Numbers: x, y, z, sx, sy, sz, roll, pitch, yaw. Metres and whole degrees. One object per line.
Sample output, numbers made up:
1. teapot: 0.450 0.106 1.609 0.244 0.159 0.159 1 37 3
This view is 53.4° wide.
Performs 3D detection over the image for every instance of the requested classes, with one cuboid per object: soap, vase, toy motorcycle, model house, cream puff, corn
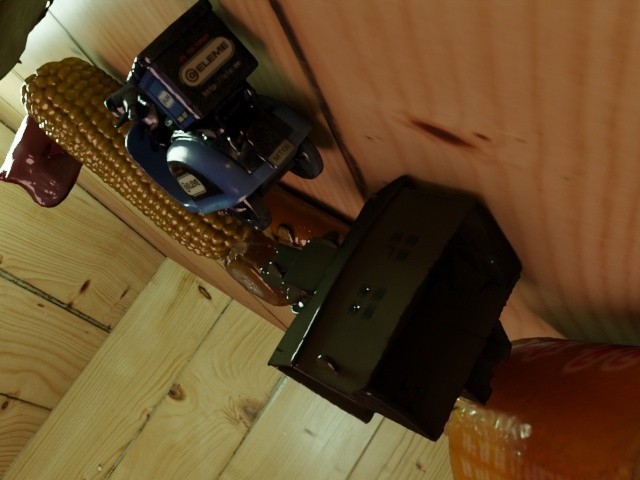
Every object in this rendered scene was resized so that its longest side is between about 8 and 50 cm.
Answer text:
1. soap: -0.493 -0.174 1.182 0.127 0.220 0.324 30 169 -21
2. vase: -0.014 0.209 1.701 0.059 0.059 0.167 23 163 43
3. toy motorcycle: -0.130 -0.114 0.688 0.213 0.125 0.358 47 162 -16
4. model house: 0.048 0.065 0.647 0.243 0.211 0.204 15 155 44
5. cream puff: -0.091 0.040 1.148 0.165 0.115 0.150 47 158 -13
6. corn: -0.249 -0.117 0.938 0.387 0.144 0.144 43 166 -13

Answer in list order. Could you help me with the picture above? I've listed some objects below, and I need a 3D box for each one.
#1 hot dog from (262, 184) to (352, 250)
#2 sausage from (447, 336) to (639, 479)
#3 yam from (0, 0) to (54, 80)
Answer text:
1. hot dog: 0.000 0.000 0.868 0.269 0.072 0.109 30 169 26
2. sausage: 0.276 0.208 0.571 0.233 0.233 0.287 37 169 -8
3. yam: -0.314 -0.266 0.432 0.300 0.195 0.195 38 167 -18
